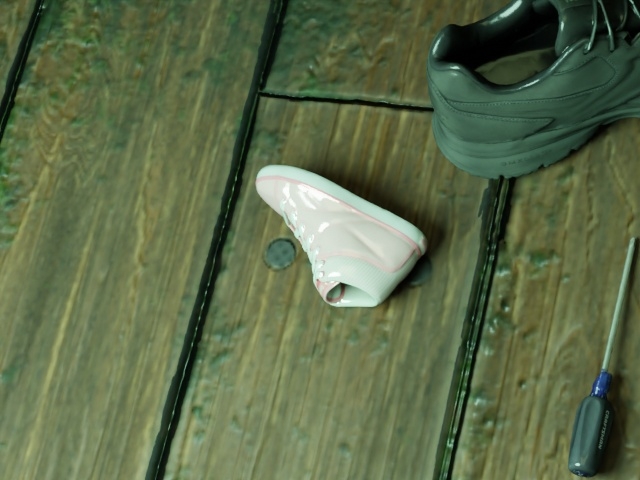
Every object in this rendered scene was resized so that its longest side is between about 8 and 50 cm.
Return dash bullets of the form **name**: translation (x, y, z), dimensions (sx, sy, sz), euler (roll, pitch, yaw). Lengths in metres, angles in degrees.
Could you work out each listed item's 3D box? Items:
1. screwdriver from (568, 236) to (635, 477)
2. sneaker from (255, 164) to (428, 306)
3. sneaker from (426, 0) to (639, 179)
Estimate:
- **screwdriver**: translation (0.189, 0.074, 1.182), dimensions (0.025, 0.024, 0.170), euler (24, 66, -5)
- **sneaker**: translation (0.000, 0.000, 1.251), dimensions (0.134, 0.051, 0.070), euler (26, 71, 21)
- **sneaker**: translation (0.202, -0.134, 1.205), dimensions (0.286, 0.130, 0.109), euler (-24, 60, 5)
